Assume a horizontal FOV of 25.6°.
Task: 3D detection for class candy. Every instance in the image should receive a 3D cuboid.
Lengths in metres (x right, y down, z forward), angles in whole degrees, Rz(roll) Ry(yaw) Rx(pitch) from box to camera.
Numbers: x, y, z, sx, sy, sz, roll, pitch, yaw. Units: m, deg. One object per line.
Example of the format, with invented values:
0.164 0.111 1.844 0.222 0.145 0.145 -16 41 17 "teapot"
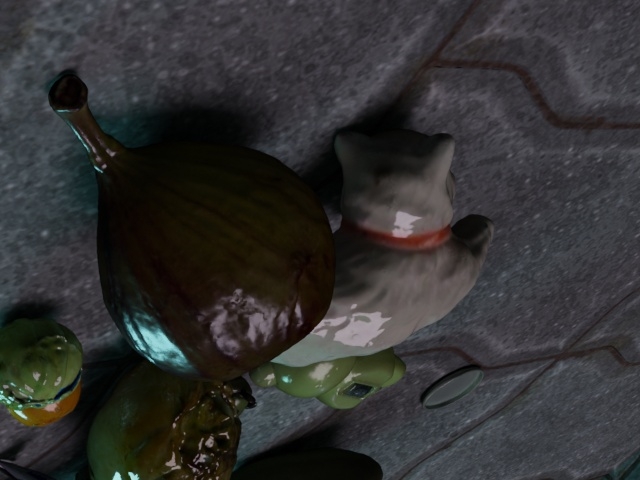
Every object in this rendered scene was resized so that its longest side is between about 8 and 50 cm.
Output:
-0.370 0.110 1.299 0.335 0.092 0.093 7 173 -42 "candy"

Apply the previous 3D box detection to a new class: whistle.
0.021 0.144 1.728 0.131 0.106 0.288 -41 152 18 "whistle"

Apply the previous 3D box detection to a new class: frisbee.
0.206 0.231 2.203 0.110 0.014 0.110 -24 154 -13 "frisbee"

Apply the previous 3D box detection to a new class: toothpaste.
-0.304 0.284 1.596 0.045 0.170 0.028 26 86 -57 "toothpaste"

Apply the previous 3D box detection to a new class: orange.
-0.287 0.155 1.459 0.083 0.070 0.083 -25 159 -10 "orange"

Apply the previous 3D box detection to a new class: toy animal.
0.000 0.000 1.400 0.308 0.266 0.188 10 141 14 "toy animal"

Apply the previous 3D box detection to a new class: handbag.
-0.120 0.204 1.757 0.072 0.047 0.111 -2 152 -25 "handbag"

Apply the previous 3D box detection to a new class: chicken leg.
-0.216 0.262 1.634 0.153 0.201 0.429 -22 165 -35 "chicken leg"

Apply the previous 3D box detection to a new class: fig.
-0.126 -0.033 1.200 0.217 0.217 0.321 -32 126 4 "fig"

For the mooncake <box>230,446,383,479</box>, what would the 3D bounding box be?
-0.018 0.479 2.038 0.351 0.351 0.187 -18 151 -23 "mooncake"
